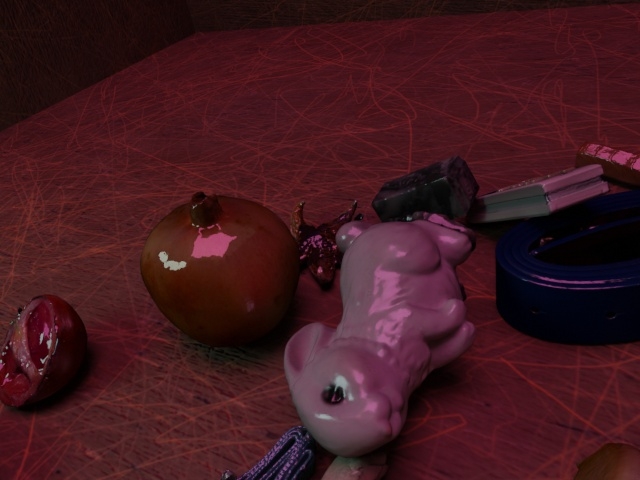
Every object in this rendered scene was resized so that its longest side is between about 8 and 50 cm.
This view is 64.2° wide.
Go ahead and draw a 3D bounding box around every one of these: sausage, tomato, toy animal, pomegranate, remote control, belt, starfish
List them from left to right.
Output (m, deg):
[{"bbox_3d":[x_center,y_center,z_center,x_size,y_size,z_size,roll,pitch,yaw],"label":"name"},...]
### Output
[{"bbox_3d":[-0.456,0.188,0.860,0.189,0.099,0.173,-50,52,14],"label":"tomato"},{"bbox_3d":[-0.159,0.034,0.816,0.251,0.271,0.229,16,52,31],"label":"pomegranate"},{"bbox_3d":[-0.078,0.296,0.615,0.100,0.065,0.179,24,47,30],"label":"belt"},{"bbox_3d":[0.000,0.001,0.997,0.215,0.071,0.238,-22,46,-21],"label":"starfish"},{"bbox_3d":[0.073,0.119,0.700,0.257,0.194,0.357,13,45,33],"label":"toy animal"},{"bbox_3d":[0.349,-0.075,0.873,0.102,0.056,0.277,-19,2,-9],"label":"remote control"},{"bbox_3d":[0.437,0.033,0.760,0.346,0.117,0.212,-14,33,-1],"label":"belt"},{"bbox_3d":[0.597,-0.147,1.004,0.065,0.065,0.169,-31,40,-23],"label":"sausage"}]

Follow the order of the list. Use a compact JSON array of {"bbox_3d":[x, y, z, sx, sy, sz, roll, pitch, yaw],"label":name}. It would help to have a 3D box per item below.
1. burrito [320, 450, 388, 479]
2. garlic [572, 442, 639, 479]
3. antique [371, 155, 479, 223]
[{"bbox_3d":[-0.002,0.331,0.540,0.082,0.059,0.275,-3,33,40],"label":"burrito"},{"bbox_3d":[0.258,0.297,0.466,0.244,0.146,0.164,-32,7,-23],"label":"garlic"},{"bbox_3d":[0.201,-0.083,0.964,0.183,0.086,0.088,-18,25,40],"label":"antique"}]
